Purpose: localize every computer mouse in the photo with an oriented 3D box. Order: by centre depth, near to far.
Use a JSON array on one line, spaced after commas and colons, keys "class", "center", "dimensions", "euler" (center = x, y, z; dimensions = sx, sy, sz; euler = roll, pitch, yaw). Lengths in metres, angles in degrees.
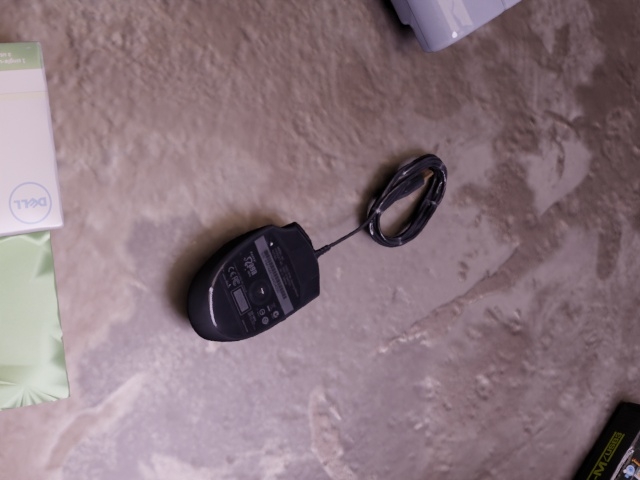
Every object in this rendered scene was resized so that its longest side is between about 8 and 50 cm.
[{"class": "computer mouse", "center": [0.000, 0.000, 0.785], "dimensions": [0.242, 0.041, 0.071], "euler": [-29, 111, -28]}]

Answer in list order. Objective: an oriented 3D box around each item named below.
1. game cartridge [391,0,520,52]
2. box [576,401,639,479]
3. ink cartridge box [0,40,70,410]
[{"class": "game cartridge", "center": [0.149, -0.299, 0.824], "dimensions": [0.297, 0.062, 0.198], "euler": [-36, 111, -23]}, {"class": "box", "center": [0.284, 0.266, 0.910], "dimensions": [0.190, 0.045, 0.184], "euler": [40, 77, -20]}, {"class": "ink cartridge box", "center": [-0.247, 0.001, 0.661], "dimensions": [0.171, 0.056, 0.235], "euler": [-8, 92, -24]}]
